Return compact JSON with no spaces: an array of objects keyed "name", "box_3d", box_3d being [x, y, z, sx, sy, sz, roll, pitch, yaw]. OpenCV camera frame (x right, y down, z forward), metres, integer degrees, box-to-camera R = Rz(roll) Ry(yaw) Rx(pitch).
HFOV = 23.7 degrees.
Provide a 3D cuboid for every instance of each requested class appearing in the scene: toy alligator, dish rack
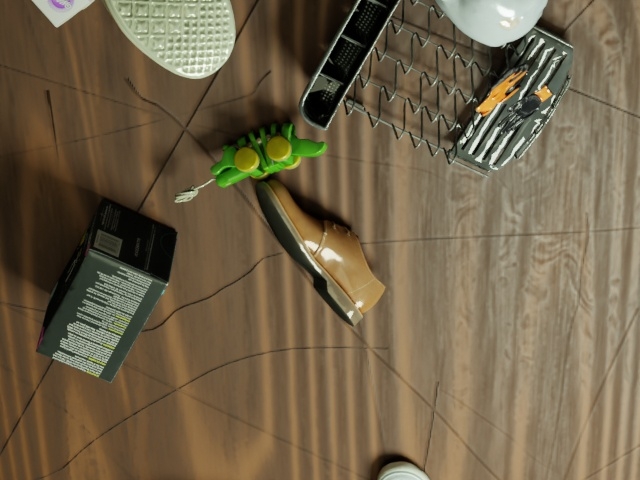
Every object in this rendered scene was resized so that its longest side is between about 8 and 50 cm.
[{"name":"toy alligator","box_3d":[-0.086,-0.096,1.744,0.189,0.056,0.051,-18,77,12]},{"name":"dish rack","box_3d":[0.135,-0.179,1.676,0.271,0.074,0.208,24,120,-14]}]

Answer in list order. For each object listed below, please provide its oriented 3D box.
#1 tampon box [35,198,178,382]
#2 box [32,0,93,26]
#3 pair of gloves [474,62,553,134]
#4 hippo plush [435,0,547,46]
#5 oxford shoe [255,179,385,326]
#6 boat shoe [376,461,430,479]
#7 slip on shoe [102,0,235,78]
[{"name":"tampon box","box_3d":[-0.251,0.059,1.794,0.101,0.120,0.161,25,118,-14]},{"name":"box","box_3d":[-0.353,-0.366,1.575,0.063,0.067,0.324,-33,114,18]},{"name":"pair of gloves","box_3d":[0.209,-0.154,1.659,0.074,0.010,0.083,-44,140,11]},{"name":"hippo plush","box_3d":[0.181,-0.320,1.447,0.294,0.234,0.236,40,75,-29]},{"name":"oxford shoe","box_3d":[0.000,0.000,1.799,0.076,0.076,0.212,-42,114,-9]},{"name":"boat shoe","box_3d":[0.124,0.396,2.013,0.079,0.081,0.227,-10,120,7]},{"name":"slip on shoe","box_3d":[-0.206,-0.310,1.573,0.123,0.101,0.331,-41,106,-1]}]
